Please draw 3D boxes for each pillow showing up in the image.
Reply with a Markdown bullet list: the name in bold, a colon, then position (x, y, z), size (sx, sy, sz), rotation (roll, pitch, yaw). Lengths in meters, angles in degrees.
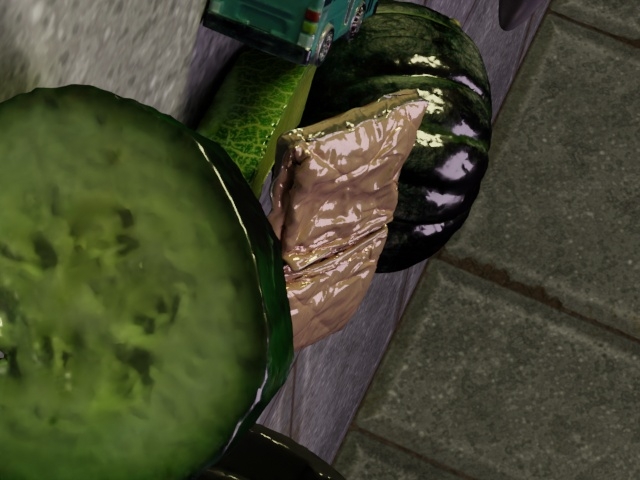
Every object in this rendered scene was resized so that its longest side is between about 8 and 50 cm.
- **pillow**: position (0.000, 0.000, 1.068), size (0.126, 0.043, 0.232), rotation (-21, 143, -38)

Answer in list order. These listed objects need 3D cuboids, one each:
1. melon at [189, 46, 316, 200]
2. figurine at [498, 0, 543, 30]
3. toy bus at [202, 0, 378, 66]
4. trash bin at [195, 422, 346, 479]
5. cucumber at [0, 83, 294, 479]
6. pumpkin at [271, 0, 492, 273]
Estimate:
- **melon**: position (-0.061, -0.053, 1.065), size (0.118, 0.064, 0.209), rotation (96, 17, -59)
- **figurine**: position (0.268, -0.345, 1.656), size (0.361, 0.266, 0.378), rotation (-52, 163, -40)
- **toy bus**: position (-0.007, -0.179, 1.007), size (0.160, 0.079, 0.092), rotation (-46, 156, -63)
- **trash bin**: position (-0.099, 0.286, 1.067), size (0.263, 0.277, 0.217), rotation (-63, 172, 27)
- **cucumber**: position (-0.096, 0.029, 0.704), size (0.130, 0.191, 0.191), rotation (-59, 171, -87)
- **pumpkin**: position (0.046, -0.082, 1.199), size (0.220, 0.161, 0.221), rotation (-168, -90, -80)
